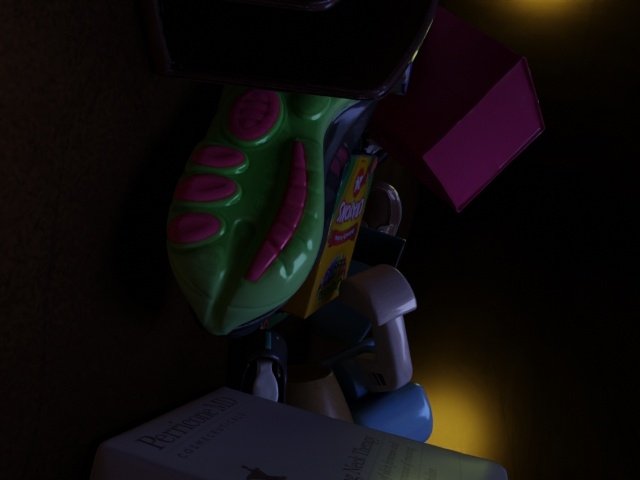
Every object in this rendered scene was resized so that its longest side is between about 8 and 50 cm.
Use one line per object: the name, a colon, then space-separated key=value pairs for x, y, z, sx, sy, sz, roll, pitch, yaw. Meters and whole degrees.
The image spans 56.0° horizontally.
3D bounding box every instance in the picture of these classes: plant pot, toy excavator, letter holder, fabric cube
plant pot: x=0.066 y=0.105 z=1.336 sx=0.166 sy=0.165 sz=0.234 roll=-57 pitch=163 yaw=-59
toy excavator: x=0.108 y=0.276 z=1.149 sx=0.433 sy=0.222 sz=0.445 roll=69 pitch=-23 yaw=2
letter holder: x=0.002 y=-0.272 z=0.542 sx=0.152 sy=0.214 sz=0.302 roll=90 pitch=17 yaw=-44
fabric cube: x=0.249 y=-0.263 z=1.214 sx=0.259 sy=0.258 sz=0.254 roll=-44 pitch=146 yaw=4
plant pot: x=-0.031 y=0.355 z=1.048 sx=0.237 sy=0.237 sz=0.255 roll=-21 pitch=106 yaw=-76

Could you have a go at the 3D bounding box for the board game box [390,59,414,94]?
board game box: x=0.114 y=-0.422 z=1.072 sx=0.142 sy=0.144 sz=0.276 roll=71 pitch=34 yaw=-68

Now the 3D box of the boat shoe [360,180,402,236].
boat shoe: x=0.156 y=-0.016 z=1.708 sx=0.116 sy=0.123 sz=0.325 roll=-61 pitch=157 yaw=-48

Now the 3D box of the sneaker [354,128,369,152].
sneaker: x=0.039 y=-0.140 z=1.196 sx=0.191 sy=0.071 sz=0.083 roll=-68 pitch=-159 yaw=8

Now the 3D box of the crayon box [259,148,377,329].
crayon box: x=0.000 y=0.000 z=1.024 sx=0.202 sy=0.081 sz=0.319 roll=-23 pitch=130 yaw=-70

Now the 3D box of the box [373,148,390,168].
box: x=0.156 y=-0.228 z=1.516 sx=0.162 sy=0.029 sz=0.116 roll=-43 pitch=-164 yaw=43

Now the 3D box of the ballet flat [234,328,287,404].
ballet flat: x=-0.095 y=0.272 z=0.890 sx=0.096 sy=0.095 sz=0.281 roll=-131 pitch=-138 yaw=-76

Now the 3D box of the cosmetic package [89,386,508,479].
cosmetic package: x=-0.019 y=0.387 z=0.642 sx=0.329 sy=0.393 sz=0.328 roll=19 pitch=84 yaw=-78

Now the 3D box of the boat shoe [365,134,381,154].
boat shoe: x=0.115 y=-0.244 z=1.400 sx=0.083 sy=0.075 sz=0.226 roll=85 pitch=20 yaw=-52

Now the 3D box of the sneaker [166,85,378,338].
sneaker: x=-0.045 y=-0.102 z=0.689 sx=0.202 sy=0.185 sz=0.483 roll=115 pitch=0 yaw=-53
